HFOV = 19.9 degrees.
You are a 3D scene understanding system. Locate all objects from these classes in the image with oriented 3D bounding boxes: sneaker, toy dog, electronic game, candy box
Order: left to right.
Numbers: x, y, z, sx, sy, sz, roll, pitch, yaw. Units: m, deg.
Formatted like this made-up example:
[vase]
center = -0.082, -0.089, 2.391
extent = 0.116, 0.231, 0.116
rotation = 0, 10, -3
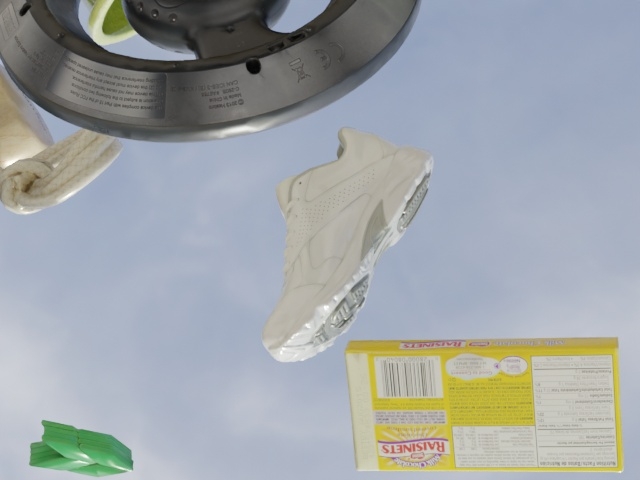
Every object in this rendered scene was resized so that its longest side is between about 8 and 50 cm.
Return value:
[toy dog]
center = -0.280, -0.061, 1.195
extent = 0.220, 0.161, 0.333
rotation = -42, -166, -14
[electronic game]
center = -0.060, -0.132, 0.966
extent = 0.229, 0.048, 0.229
rotation = -4, -136, 4
[sneaker]
center = 0.000, 0.000, 1.574
extent = 0.115, 0.090, 0.232
rotation = 27, -116, 15
[candy box]
center = 0.124, 0.124, 1.380
extent = 0.205, 0.027, 0.105
rotation = -1, -66, 12

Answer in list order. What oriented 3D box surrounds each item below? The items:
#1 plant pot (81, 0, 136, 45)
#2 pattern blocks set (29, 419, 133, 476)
[plant pot]
center = -0.160, -0.339, 1.441
extent = 0.276, 0.276, 0.254
rotation = -44, -92, 16
[pattern blocks set]
center = -0.247, 0.211, 1.191
extent = 0.325, 0.285, 0.026
rotation = -49, -150, 34
